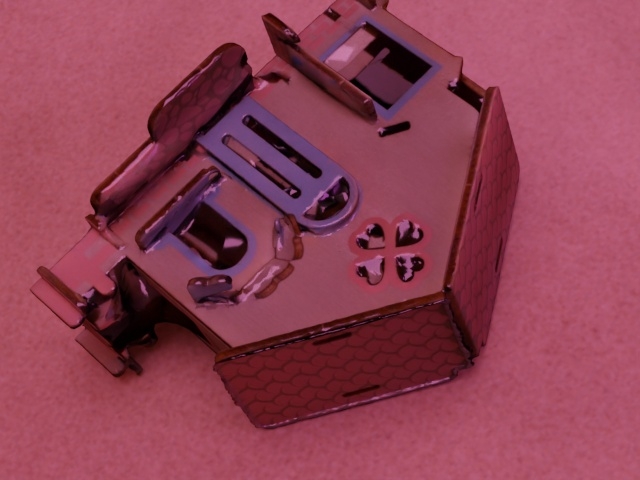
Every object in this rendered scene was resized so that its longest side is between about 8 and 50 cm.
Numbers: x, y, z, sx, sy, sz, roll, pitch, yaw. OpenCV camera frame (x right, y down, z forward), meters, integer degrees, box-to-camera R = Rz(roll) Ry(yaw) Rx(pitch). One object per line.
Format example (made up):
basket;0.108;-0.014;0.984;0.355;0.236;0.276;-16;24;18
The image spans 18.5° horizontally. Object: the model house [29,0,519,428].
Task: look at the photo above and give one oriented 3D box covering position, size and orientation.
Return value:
model house;0.000;0.000;1.330;0.326;0.169;0.244;-44;64;-12
